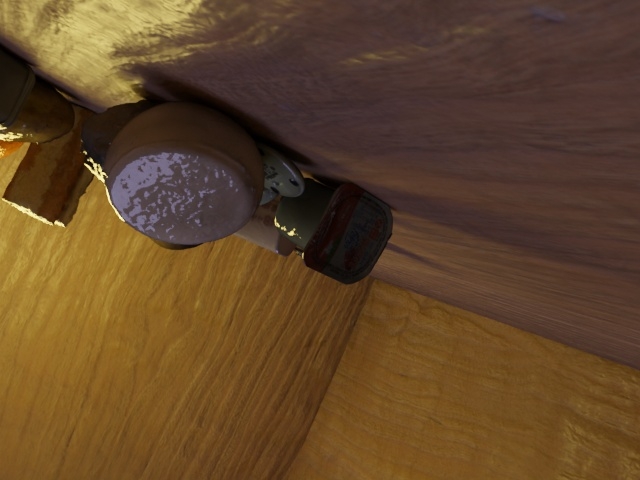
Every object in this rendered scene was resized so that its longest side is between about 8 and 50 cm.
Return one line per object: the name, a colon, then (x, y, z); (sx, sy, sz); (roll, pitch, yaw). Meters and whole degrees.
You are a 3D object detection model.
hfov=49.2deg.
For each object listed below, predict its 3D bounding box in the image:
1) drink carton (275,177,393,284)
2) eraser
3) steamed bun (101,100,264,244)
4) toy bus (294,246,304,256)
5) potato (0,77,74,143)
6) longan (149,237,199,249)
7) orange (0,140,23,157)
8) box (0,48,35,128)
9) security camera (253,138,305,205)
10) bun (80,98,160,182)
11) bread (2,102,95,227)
drink carton: (0.014, -0.028, 1.450); (0.191, 0.185, 0.189); (25, 179, -40)
eraser: (-0.159, -0.079, 1.818); (0.270, 0.174, 0.095); (22, 177, 35)
steamed bun: (-0.240, -0.132, 1.256); (0.283, 0.177, 0.283); (-3, 140, -2)
toy bus: (0.000, 0.000, 2.240); (0.289, 0.139, 0.157); (26, 173, 36)
potato: (-0.813, -0.357, 1.933); (0.266, 0.229, 0.229); (22, 178, -39)
longan: (-0.507, -0.119, 2.487); (0.319, 0.319, 0.319); (24, 176, 2)
orange: (-1.086, -0.402, 2.234); (0.312, 0.312, 0.312); (24, 176, 2)
box: (-0.908, -0.439, 1.595); (0.352, 0.177, 0.344); (24, 173, 15)
security camera: (-0.118, -0.148, 1.412); (0.157, 0.080, 0.301); (42, 160, -17)
bun: (-0.355, -0.183, 1.460); (0.281, 0.205, 0.281); (36, 169, 8)
bread: (-0.823, -0.243, 2.188); (0.236, 0.375, 0.165); (18, 172, 30)
